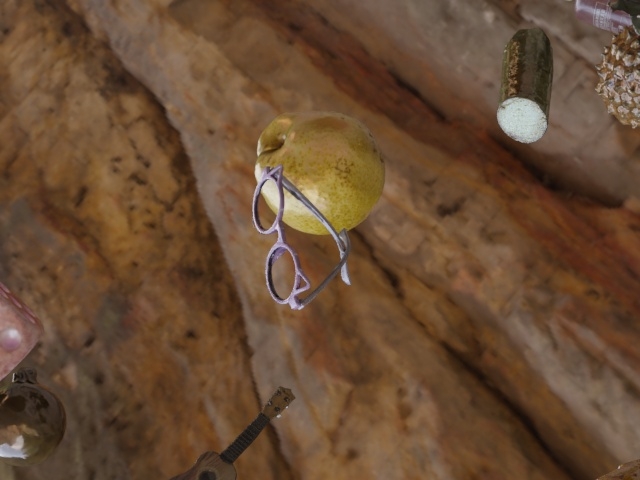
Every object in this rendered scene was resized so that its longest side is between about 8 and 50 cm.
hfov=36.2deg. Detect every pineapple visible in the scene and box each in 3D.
[{"bbox_3d":[0.344,-0.191,0.917,0.130,0.119,0.277,63,176,14],"label":"pineapple"}]

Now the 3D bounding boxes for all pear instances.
[{"bbox_3d":[-0.005,-0.094,1.296,0.178,0.178,0.178,39,175,4],"label":"pear"}]

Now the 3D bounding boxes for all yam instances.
[{"bbox_3d":[0.264,-0.200,1.258,0.069,0.147,0.070,8,149,5],"label":"yam"}]

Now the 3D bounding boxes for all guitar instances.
[{"bbox_3d":[-0.132,0.319,1.467,0.084,0.271,0.038,37,147,14],"label":"guitar"}]

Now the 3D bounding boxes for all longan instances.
[{"bbox_3d":[-0.352,0.208,1.166,0.106,0.119,0.106,-3,163,-1],"label":"longan"}]

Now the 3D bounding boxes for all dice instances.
[{"bbox_3d":[-0.360,0.098,1.054,0.091,0.093,0.094,46,174,-14],"label":"dice"}]

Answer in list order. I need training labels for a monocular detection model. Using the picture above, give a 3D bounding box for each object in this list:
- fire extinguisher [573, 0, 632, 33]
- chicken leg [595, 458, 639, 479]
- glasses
[{"bbox_3d":[0.425,-0.318,1.300,0.269,0.105,0.105,26,170,22],"label":"fire extinguisher"},{"bbox_3d":[0.451,0.341,1.340,0.101,0.207,0.085,65,158,3],"label":"chicken leg"},{"bbox_3d":[0.000,0.000,0.908,0.103,0.062,0.140,4,-118,-33],"label":"glasses"}]
